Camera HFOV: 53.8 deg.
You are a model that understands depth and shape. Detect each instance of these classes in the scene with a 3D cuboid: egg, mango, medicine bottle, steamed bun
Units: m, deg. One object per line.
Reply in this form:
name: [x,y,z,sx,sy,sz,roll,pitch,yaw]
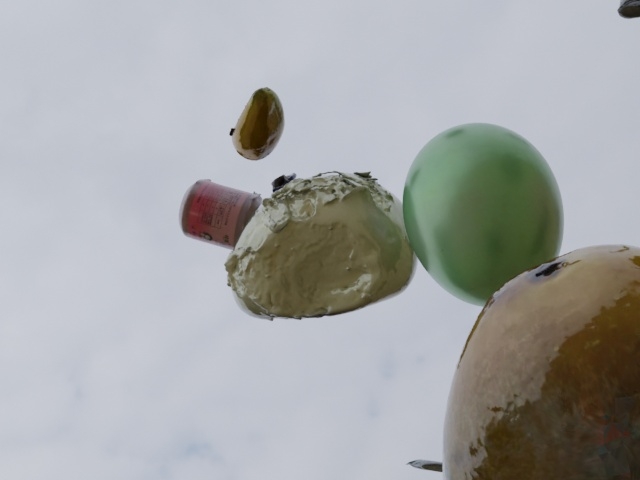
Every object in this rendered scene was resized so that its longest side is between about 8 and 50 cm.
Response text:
egg: [0.231,-0.038,0.903,0.220,0.270,0.220,-15,-20,-6]
mango: [-0.110,-0.208,1.149,0.101,0.066,0.188,-27,-22,-28]
medicine bottle: [-0.191,-0.046,1.454,0.246,0.147,0.147,16,-70,9]
steamed bun: [0.000,0.000,1.126,0.333,0.312,0.233,-10,-86,0]
mango: [0.175,0.157,0.396,0.192,0.146,0.317,0,-71,17]

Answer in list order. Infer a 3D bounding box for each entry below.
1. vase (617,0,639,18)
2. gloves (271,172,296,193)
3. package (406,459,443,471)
vase: [0.626,-0.565,1.249,0.115,0.115,0.238,9,-104,-30]
gloves: [-0.076,-0.121,1.350,0.064,0.086,0.026,-33,-95,-2]
package: [0.185,0.354,0.989,0.110,0.037,0.015,16,-110,-28]
